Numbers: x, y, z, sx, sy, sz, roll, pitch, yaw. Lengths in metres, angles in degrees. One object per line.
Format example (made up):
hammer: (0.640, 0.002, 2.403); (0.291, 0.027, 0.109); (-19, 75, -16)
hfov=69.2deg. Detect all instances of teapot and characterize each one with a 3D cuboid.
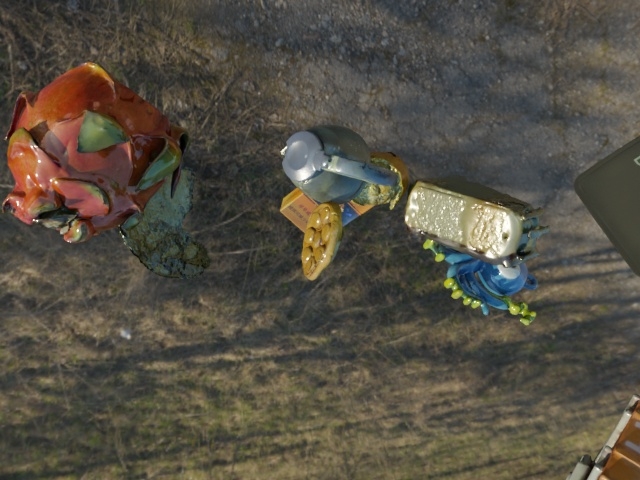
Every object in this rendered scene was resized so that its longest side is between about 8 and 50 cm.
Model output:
teapot: (0.011, -0.095, 0.627); (0.108, 0.149, 0.111); (1, 133, -54)

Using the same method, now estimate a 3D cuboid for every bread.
bread: (0.000, 0.000, 0.620); (0.024, 0.110, 0.110); (13, 136, -18)

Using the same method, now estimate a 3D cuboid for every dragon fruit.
dragon fruit: (-0.312, -0.114, 0.645); (0.224, 0.224, 0.227); (22, 92, -36)

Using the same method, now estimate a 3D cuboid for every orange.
orange: (0.125, -0.132, 1.050); (0.156, 0.157, 0.134); (-18, 117, 7)

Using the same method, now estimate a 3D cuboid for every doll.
doll: (0.413, 0.024, 1.191); (0.341, 0.346, 0.099); (31, 137, -4)

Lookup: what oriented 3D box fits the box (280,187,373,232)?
box: (0.030, -0.109, 1.219); (0.237, 0.070, 0.152); (-36, 117, 27)

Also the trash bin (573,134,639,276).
trash bin: (0.476, -0.017, 0.631); (0.225, 0.165, 0.115); (19, 132, -39)

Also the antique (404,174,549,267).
antique: (0.328, -0.044, 0.980); (0.150, 0.284, 0.125); (-13, 117, -32)

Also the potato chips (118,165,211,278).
potato chips: (-0.270, -0.029, 0.838); (0.029, 0.202, 0.220); (-8, 113, 31)

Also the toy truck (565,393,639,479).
toy truck: (0.375, 0.359, 0.526); (0.173, 0.206, 0.388); (-35, 136, -31)
